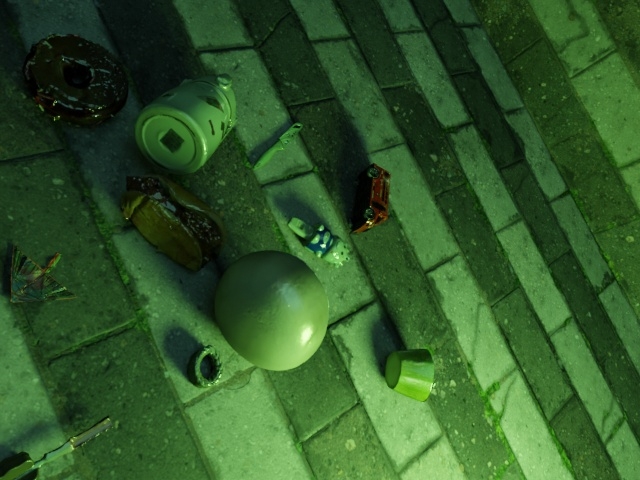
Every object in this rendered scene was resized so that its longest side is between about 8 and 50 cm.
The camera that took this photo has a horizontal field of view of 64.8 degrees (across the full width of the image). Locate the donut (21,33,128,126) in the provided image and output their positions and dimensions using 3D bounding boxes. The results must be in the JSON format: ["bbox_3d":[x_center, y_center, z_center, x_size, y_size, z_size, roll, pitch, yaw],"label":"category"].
[{"bbox_3d":[-0.659,-0.430,1.368,0.269,0.103,0.270,13,63,-27],"label":"donut"}]

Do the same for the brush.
[{"bbox_3d":[-0.593,0.470,1.079,0.300,0.071,0.084,-28,99,-37],"label":"brush"}]

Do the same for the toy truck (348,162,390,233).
[{"bbox_3d":[0.181,-0.141,1.793,0.114,0.107,0.253,21,61,-24],"label":"toy truck"}]

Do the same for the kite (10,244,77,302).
[{"bbox_3d":[-0.677,0.090,1.208,0.190,0.010,0.159,46,52,-12],"label":"kite"}]

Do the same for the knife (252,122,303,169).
[{"bbox_3d":[-0.141,-0.321,1.712,0.043,0.020,0.293,43,53,-9],"label":"knife"}]

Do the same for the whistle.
[{"bbox_3d":[0.000,0.000,1.630,0.244,0.092,0.110,36,60,-18],"label":"whistle"}]

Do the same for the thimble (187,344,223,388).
[{"bbox_3d":[-0.301,0.330,1.324,0.084,0.062,0.110,18,63,-27],"label":"thimble"}]

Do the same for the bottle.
[{"bbox_3d":[-0.367,-0.352,1.454,0.229,0.229,0.352,38,36,-15],"label":"bottle"}]

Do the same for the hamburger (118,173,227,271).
[{"bbox_3d":[-0.380,-0.048,1.363,0.282,0.245,0.155,78,31,-43],"label":"hamburger"}]

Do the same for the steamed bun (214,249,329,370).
[{"bbox_3d":[-0.137,0.190,1.325,0.324,0.324,0.206,54,40,-4],"label":"steamed bun"}]

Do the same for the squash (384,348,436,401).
[{"bbox_3d":[0.287,0.424,1.614,0.122,0.170,0.170,13,64,-15],"label":"squash"}]
